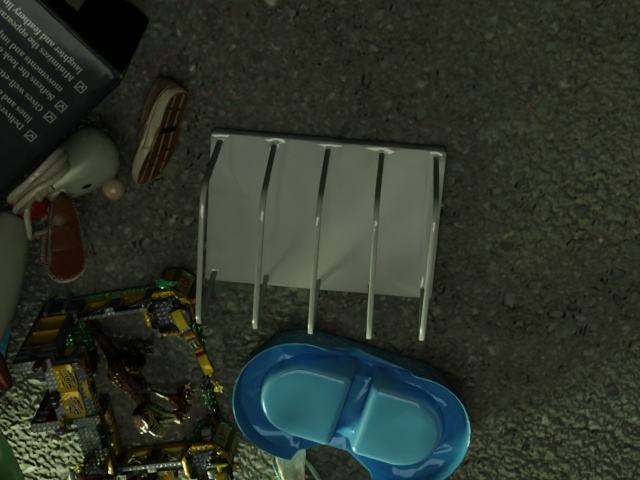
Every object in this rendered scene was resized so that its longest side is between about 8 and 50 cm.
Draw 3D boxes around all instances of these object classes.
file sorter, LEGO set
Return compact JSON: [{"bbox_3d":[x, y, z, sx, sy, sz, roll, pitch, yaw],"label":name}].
[{"bbox_3d":[0.000,0.000,1.913,0.277,0.173,0.193,5,115,1],"label":"file sorter"},{"bbox_3d":[-0.234,0.208,2.005,0.255,0.192,0.331,0,115,6],"label":"LEGO set"}]

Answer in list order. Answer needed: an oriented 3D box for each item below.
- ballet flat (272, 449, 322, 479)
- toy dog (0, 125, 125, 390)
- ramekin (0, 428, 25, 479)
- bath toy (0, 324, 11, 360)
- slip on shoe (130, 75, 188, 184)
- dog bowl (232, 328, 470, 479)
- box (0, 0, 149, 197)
[{"bbox_3d":[-0.012,0.342,2.133,0.052,0.057,0.168,-20,112,1],"label":"ballet flat"},{"bbox_3d":[-0.334,0.037,1.882,0.333,0.220,0.161,-42,100,11],"label":"toy dog"},{"bbox_3d":[-0.466,0.304,1.894,0.148,0.303,0.303,-25,110,12],"label":"ramekin"},{"bbox_3d":[-0.552,0.094,2.022,0.348,0.129,0.151,16,70,-6],"label":"bath toy"},{"bbox_3d":[-0.196,-0.129,1.940,0.041,0.051,0.135,41,127,28],"label":"slip on shoe"},{"bbox_3d":[0.040,0.204,2.056,0.297,0.074,0.166,17,114,-3],"label":"dog bowl"},{"bbox_3d":[-0.437,-0.186,1.834,0.395,0.212,0.293,-40,107,18],"label":"box"}]
